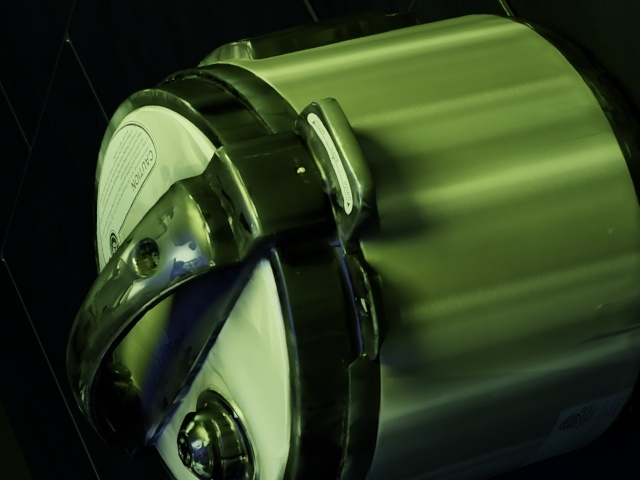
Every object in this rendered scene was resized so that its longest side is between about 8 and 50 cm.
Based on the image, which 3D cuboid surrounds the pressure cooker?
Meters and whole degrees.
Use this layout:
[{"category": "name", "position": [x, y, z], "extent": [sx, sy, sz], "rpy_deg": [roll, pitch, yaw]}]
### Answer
[{"category": "pressure cooker", "position": [0.012, 0.027, 1.483], "extent": [0.375, 0.420, 0.370], "rpy_deg": [29, 128, 55]}]
